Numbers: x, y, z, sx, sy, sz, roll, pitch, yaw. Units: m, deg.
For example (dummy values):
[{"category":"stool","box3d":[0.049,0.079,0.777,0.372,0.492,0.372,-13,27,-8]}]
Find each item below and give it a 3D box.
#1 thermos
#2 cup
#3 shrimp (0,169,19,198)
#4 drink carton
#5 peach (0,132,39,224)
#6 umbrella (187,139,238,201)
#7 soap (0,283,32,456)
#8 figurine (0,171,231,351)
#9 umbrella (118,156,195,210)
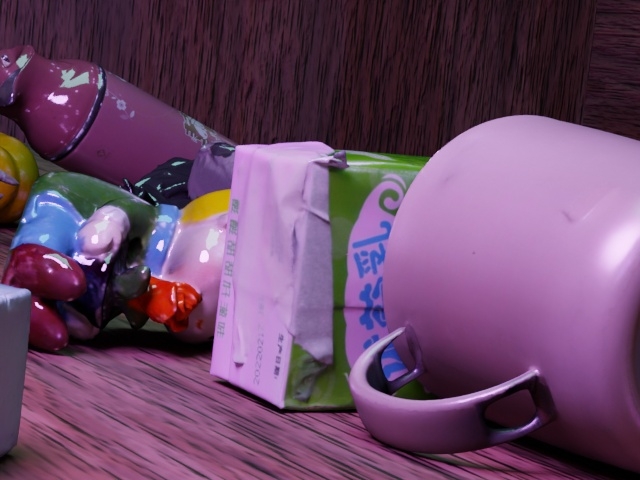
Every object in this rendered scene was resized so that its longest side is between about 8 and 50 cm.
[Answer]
[{"category":"thermos","box3d":[-0.197,-0.112,1.828,0.330,0.136,0.109,28,-38,-33]},{"category":"cup","box3d":[0.143,0.048,1.043,0.253,0.191,0.200,-28,23,-21]},{"category":"shrimp","box3d":[-0.398,-0.106,1.733,0.166,0.221,0.410,-17,29,-12]},{"category":"drink carton","box3d":[0.074,0.023,1.178,0.271,0.161,0.108,3,7,-31]},{"category":"peach","box3d":[-0.384,-0.070,1.931,0.179,0.103,0.179,5,8,-1]},{"category":"umbrella","box3d":[0.000,0.000,1.554,0.067,0.073,0.337,-5,27,-40]},{"category":"soap","box3d":[-0.265,0.052,0.879,0.230,0.091,0.145,8,6,10]},{"category":"figurine","box3d":[-0.098,0.025,1.265,0.234,0.127,0.185,19,17,-6]},{"category":"umbrella","box3d":[-0.173,-0.010,1.649,0.118,0.118,0.340,8,12,19]}]
